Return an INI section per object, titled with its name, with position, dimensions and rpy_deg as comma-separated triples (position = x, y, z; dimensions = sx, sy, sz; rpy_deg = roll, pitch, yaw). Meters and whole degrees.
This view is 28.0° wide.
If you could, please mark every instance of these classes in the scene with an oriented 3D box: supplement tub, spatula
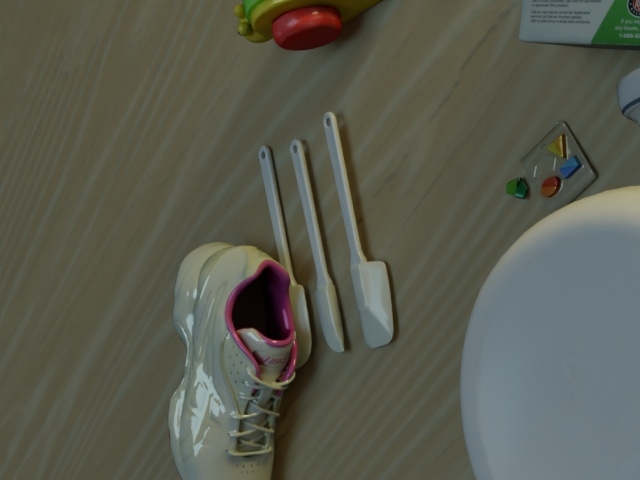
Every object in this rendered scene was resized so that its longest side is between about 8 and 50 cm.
[supplement tub]
position = 0.273, 0.087, 0.767
dimensions = 0.241, 0.331, 0.241
rpy_deg = 2, 93, 49
[spatula]
position = 0.000, 0.000, 1.308
dimensions = 0.168, 0.019, 0.242
rpy_deg = -23, 73, 52

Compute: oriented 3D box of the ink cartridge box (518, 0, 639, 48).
[ink cartridge box]
position = 0.241, -0.250, 0.972
dimensions = 0.153, 0.087, 0.208
rpy_deg = 13, 102, 48

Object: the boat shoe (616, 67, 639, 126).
[boat shoe]
position = 0.319, -0.092, 0.887
dimensions = 0.258, 0.095, 0.084
rpy_deg = -5, 84, 49

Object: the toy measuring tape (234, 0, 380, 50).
[toy measuring tape]
position = 0.018, -0.263, 1.204
dimensions = 0.330, 0.121, 0.121
rpy_deg = -23, 74, 46

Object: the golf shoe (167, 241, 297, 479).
[golf shoe]
position = -0.084, 0.152, 1.326
dimensions = 0.140, 0.115, 0.306
rpy_deg = -4, 89, 54

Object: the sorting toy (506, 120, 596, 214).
[sorting toy]
position = 0.192, -0.054, 1.091
dimensions = 0.083, 0.012, 0.062
rpy_deg = -48, 58, 38
